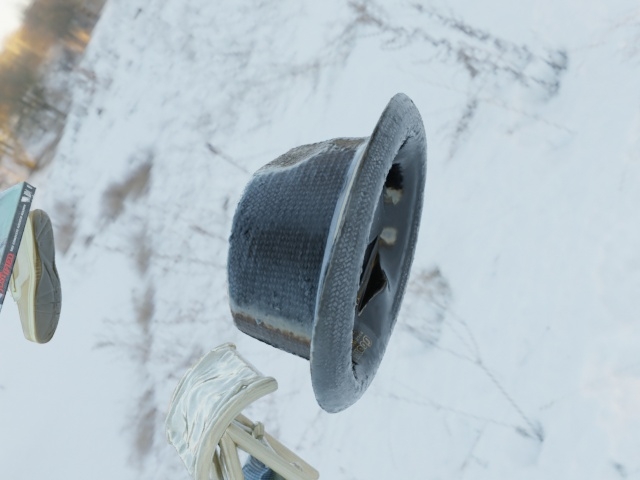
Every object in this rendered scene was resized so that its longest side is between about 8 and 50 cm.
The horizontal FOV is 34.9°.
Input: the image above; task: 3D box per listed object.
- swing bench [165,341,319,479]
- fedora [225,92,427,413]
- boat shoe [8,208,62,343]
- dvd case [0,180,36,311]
[{"bbox_3d":[-0.094,0.289,1.324,0.165,0.254,0.253,-35,13,-11],"label":"swing bench"},{"bbox_3d":[0.000,0.000,1.027,0.334,0.153,0.333,11,-90,-76],"label":"fedora"},{"bbox_3d":[-0.293,0.037,1.025,0.045,0.050,0.135,-5,85,20],"label":"boat shoe"},{"bbox_3d":[-0.235,0.022,0.680,0.087,0.013,0.119,-20,49,31],"label":"dvd case"}]
